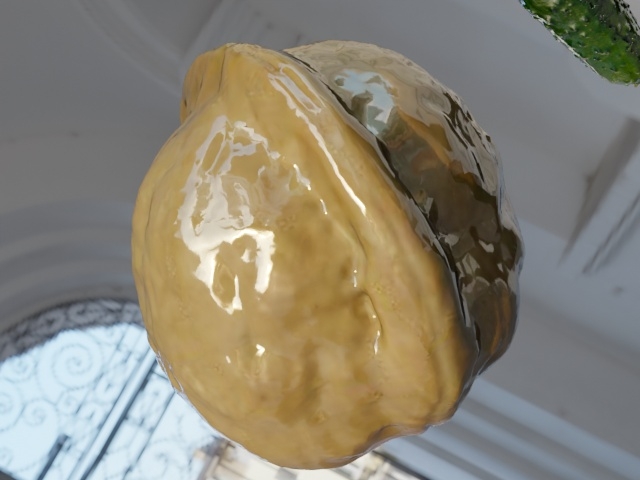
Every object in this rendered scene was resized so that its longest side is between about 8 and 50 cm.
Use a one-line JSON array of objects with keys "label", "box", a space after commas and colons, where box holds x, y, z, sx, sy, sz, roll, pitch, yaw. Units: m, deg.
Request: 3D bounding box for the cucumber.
[{"label": "cucumber", "box": [0.201, -0.179, 0.878, 0.227, 0.069, 0.069, 32, -97, -44]}]

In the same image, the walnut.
[{"label": "walnut", "box": [0.010, 0.007, 1.034, 0.384, 0.383, 0.383, -61, -8, -16]}]
